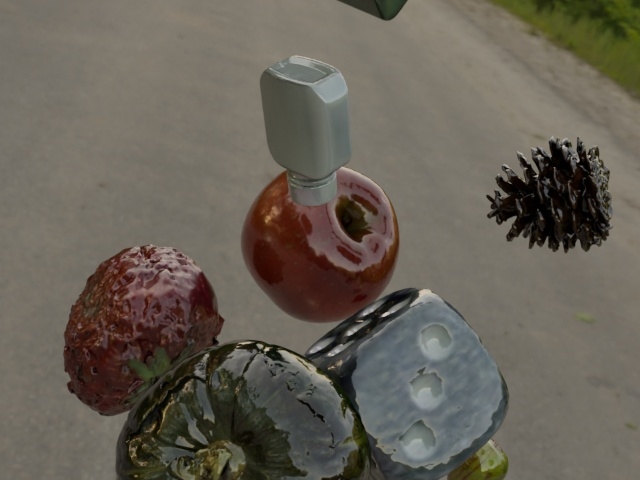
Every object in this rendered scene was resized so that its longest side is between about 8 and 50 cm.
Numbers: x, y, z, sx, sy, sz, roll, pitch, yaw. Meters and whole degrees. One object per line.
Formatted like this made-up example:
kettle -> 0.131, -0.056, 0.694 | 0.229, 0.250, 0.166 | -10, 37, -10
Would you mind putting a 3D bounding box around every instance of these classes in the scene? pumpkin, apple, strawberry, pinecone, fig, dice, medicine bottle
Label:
pumpkin -> -0.072, 0.209, 0.917 | 0.238, 0.238, 0.159 | 24, 4, 19
apple -> 0.000, 0.000, 1.640 | 0.260, 0.261, 0.216 | 2, -19, -38
strawberry -> -0.278, 0.127, 1.568 | 0.220, 0.274, 0.274 | 51, 31, 19
pinecone -> 0.308, -0.057, 1.376 | 0.165, 0.163, 0.163 | -9, 11, 20
fig -> 0.235, 0.391, 1.649 | 0.093, 0.166, 0.093 | 40, -11, 9
dice -> 0.091, 0.171, 1.171 | 0.183, 0.182, 0.181 | -34, 7, -15
medicine bottle -> -0.017, -0.137, 1.306 | 0.119, 0.183, 0.069 | 23, 42, 35

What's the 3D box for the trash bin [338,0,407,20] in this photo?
trash bin -> -0.004, -0.466, 1.374 | 0.343, 0.223, 0.158 | 32, -9, 25
